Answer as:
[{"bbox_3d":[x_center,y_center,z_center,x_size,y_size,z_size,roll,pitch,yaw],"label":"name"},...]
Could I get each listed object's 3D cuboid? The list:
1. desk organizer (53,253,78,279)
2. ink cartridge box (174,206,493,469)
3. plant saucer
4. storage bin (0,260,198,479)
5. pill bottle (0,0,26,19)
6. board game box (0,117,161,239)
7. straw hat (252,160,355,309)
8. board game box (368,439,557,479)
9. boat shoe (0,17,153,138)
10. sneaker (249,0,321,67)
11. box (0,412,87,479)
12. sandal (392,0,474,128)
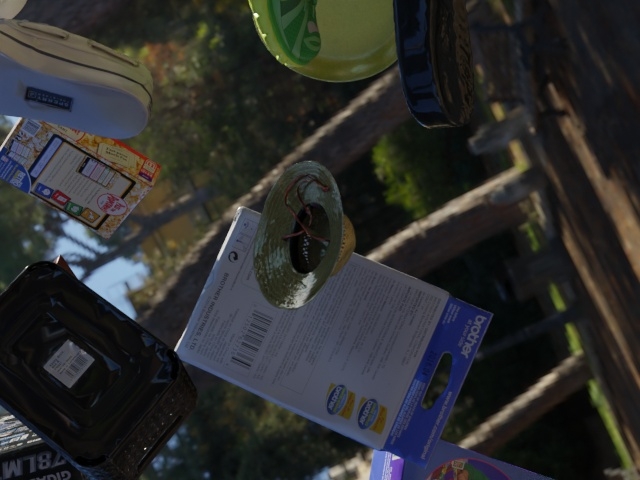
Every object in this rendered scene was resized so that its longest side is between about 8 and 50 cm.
[{"bbox_3d":[-0.386,0.081,1.569,0.047,0.130,0.050,34,-144,-19],"label":"desk organizer"},{"bbox_3d":[0.014,0.105,1.218,0.311,0.186,0.065,22,173,19],"label":"ink cartridge box"},{"bbox_3d":[0.021,-0.341,1.637,0.241,0.241,0.037,58,-153,-36],"label":"plant saucer"},{"bbox_3d":[-0.211,0.118,0.974,0.180,0.122,0.084,33,161,20],"label":"storage bin"},{"bbox_3d":[-0.448,-0.383,1.341,0.283,0.160,0.160,92,156,-70],"label":"pill bottle"},{"bbox_3d":[-0.337,-0.098,1.521,0.193,0.147,0.045,32,-136,-18],"label":"board game box"},{"bbox_3d":[0.000,0.000,1.070,0.061,0.144,0.144,13,-136,-39],"label":"straw hat"},{"bbox_3d":[0.154,0.426,1.317,0.233,0.078,0.347,23,-118,-22],"label":"board game box"},{"bbox_3d":[-0.294,-0.177,1.117,0.258,0.095,0.084,20,-138,-19],"label":"boat shoe"},{"bbox_3d":[-0.026,-0.301,1.210,0.295,0.123,0.109,76,180,-55],"label":"sneaker"},{"bbox_3d":[-0.453,0.302,1.564,0.293,0.295,0.073,-124,19,-85],"label":"box"},{"bbox_3d":[0.130,-0.339,1.110,0.167,0.107,0.446,-19,-77,-64],"label":"sandal"}]
